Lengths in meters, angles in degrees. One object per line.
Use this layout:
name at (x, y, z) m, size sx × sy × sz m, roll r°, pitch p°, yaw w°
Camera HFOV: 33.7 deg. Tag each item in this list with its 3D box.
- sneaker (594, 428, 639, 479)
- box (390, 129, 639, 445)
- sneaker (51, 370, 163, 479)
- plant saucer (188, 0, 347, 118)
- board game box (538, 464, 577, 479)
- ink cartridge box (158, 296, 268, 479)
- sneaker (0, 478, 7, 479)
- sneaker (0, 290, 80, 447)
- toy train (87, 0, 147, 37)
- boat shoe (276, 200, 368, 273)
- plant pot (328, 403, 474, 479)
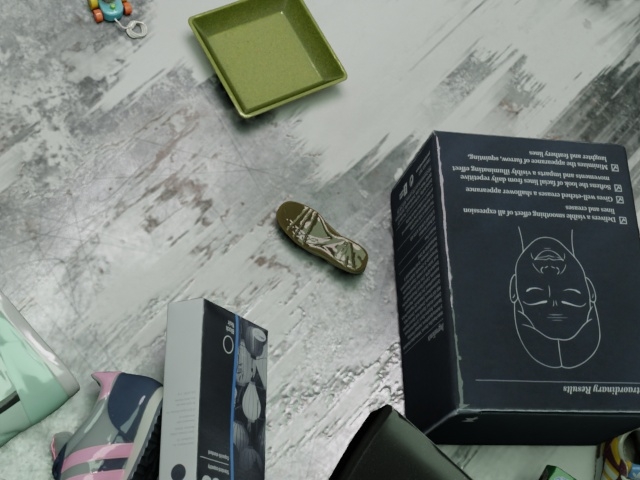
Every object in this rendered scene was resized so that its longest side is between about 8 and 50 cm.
sneaker at (0.422, 0.345, 1.468) m, size 0.070 × 0.084 × 0.185 m, roll 9°, pitch 66°, yaw -10°
box at (0.276, 0.074, 1.473) m, size 0.294 × 0.212 × 0.395 m, roll 4°, pitch 67°, yaw -13°
sneaker at (-0.294, 0.310, 1.315) m, size 0.131 × 0.112 × 0.319 m, roll 19°, pitch 63°, yaw 17°
plant saucer at (-0.083, -0.284, 1.623) m, size 0.188 × 0.045 × 0.188 m, roll -24°, pitch 75°, yaw -21°
board game box at (0.383, 0.477, 1.400) m, size 0.317 × 0.046 × 0.213 m, roll 34°, pitch 79°, yaw 1°
ink cartridge box at (-0.133, 0.252, 1.332) m, size 0.065 × 0.165 × 0.332 m, roll -10°, pitch 67°, yaw 26°
sneaker at (-0.476, 0.390, 1.213) m, size 0.321 × 0.127 × 0.126 m, roll -39°, pitch 80°, yaw -25°
sneaker at (-0.445, 0.141, 1.338) m, size 0.151 × 0.094 × 0.256 m, roll -41°, pitch 81°, yaw -21°
toy train at (-0.287, -0.398, 1.620) m, size 0.125 × 0.046 × 0.166 m, roll 19°, pitch 65°, yaw -5°
boat shoe at (0.002, -0.001, 1.535) m, size 0.153 × 0.048 × 0.056 m, roll 31°, pitch 77°, yaw 7°
plant pot at (0.090, 0.337, 1.347) m, size 0.188 × 0.187 × 0.167 m, roll 43°, pitch 77°, yaw 5°
